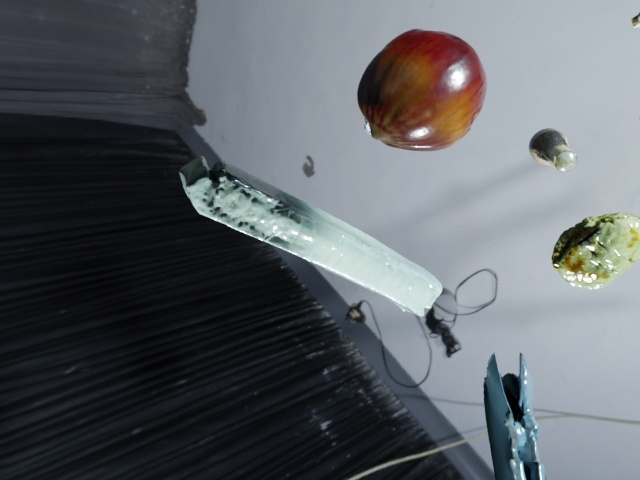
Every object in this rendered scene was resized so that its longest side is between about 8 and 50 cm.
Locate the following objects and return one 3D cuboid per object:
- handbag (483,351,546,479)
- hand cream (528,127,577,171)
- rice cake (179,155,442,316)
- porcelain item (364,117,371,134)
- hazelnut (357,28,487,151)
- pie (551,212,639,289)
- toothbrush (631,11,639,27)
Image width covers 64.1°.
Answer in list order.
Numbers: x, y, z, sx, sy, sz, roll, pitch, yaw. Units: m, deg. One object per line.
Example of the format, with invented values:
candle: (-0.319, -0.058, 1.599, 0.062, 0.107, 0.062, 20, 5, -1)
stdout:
handbag: (0.196, 0.232, 0.496, 0.057, 0.144, 0.221, -6, 63, 16)
hand cream: (0.515, -0.189, 1.118, 0.083, 0.203, 0.084, 4, 112, 10)
rice cake: (0.000, 0.000, 0.574, 0.063, 0.336, 0.066, -58, 28, 7)
porcelain item: (0.133, -0.321, 1.349, 0.036, 0.028, 0.084, -2, 102, 5)
hazelnut: (0.173, -0.249, 0.883, 0.229, 0.229, 0.230, 13, 108, 45)
pie: (0.717, 0.031, 1.312, 0.200, 0.090, 0.248, 26, 129, -3)
toothbrush: (0.677, -0.404, 0.870, 0.030, 0.341, 0.025, 160, 94, -79)
